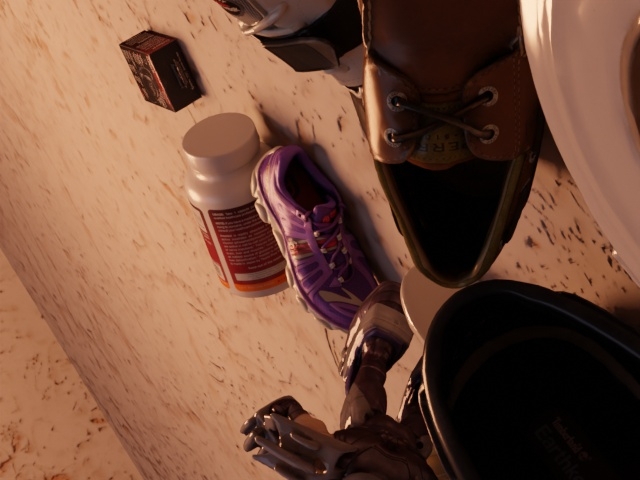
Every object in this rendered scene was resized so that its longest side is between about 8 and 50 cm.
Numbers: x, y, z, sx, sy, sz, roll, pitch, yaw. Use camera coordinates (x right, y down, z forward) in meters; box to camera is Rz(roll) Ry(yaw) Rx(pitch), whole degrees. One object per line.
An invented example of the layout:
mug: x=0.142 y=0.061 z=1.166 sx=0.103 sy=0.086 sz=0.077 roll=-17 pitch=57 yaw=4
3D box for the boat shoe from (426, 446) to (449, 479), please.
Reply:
boat shoe: x=0.142 y=0.287 z=1.284 sx=0.104 sy=0.089 sz=0.285 roll=-16 pitch=114 yaw=24

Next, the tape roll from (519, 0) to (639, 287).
tape roll: x=0.204 y=-0.053 z=0.628 sx=0.286 sy=0.100 sz=0.286 roll=48 pitch=160 yaw=25

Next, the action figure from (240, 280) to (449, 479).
action figure: x=0.045 y=0.142 z=1.115 sx=0.185 sy=0.099 sz=0.285 roll=35 pitch=-156 yaw=-4

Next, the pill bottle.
pill bottle: x=-0.067 y=-0.031 z=1.379 sx=0.086 sy=0.086 sz=0.152 roll=37 pitch=153 yaw=47

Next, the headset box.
headset box: x=-0.146 y=-0.155 z=1.466 sx=0.083 sy=0.032 sz=0.062 roll=23 pitch=142 yaw=59

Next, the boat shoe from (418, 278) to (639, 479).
boat shoe: x=0.213 y=0.195 z=0.864 sx=0.500 sy=0.187 sz=0.156 roll=49 pitch=176 yaw=39

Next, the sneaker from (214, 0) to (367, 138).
sneaker: x=-0.015 y=-0.158 z=0.952 sx=0.122 sy=0.146 sz=0.330 roll=32 pitch=150 yaw=50

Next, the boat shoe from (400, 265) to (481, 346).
boat shoe: x=0.124 y=0.093 z=1.140 sx=0.184 sy=0.066 sz=0.063 roll=41 pitch=157 yaw=17

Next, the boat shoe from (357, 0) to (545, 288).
boat shoe: x=0.076 y=-0.083 z=0.843 sx=0.110 sy=0.104 sz=0.307 roll=3 pitch=149 yaw=15

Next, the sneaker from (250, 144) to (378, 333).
sneaker: x=0.000 y=0.000 z=1.294 sx=0.170 sy=0.068 sz=0.071 roll=58 pitch=156 yaw=0
